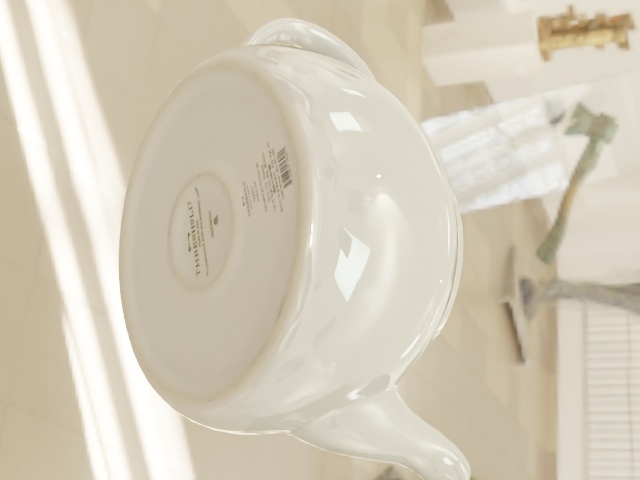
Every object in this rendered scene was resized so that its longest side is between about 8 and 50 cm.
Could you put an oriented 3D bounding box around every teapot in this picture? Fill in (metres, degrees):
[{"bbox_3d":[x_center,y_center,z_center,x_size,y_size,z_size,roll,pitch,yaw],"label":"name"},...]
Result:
[{"bbox_3d":[0.000,0.000,0.667,0.187,0.252,0.256,6,106,-38],"label":"teapot"}]
